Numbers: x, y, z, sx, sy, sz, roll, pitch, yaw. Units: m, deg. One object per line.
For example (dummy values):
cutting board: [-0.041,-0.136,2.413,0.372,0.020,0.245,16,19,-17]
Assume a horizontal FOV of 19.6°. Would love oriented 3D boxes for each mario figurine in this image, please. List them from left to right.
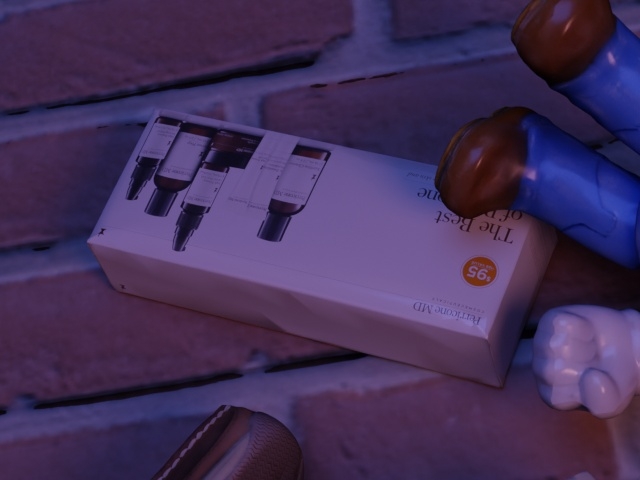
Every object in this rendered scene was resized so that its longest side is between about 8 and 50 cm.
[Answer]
mario figurine: [0.207,0.006,0.858,0.320,0.198,0.170,33,56,18]

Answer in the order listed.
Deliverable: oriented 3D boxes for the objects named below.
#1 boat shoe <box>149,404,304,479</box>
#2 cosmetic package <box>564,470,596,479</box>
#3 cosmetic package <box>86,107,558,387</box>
boat shoe: [-0.130,0.205,0.894,0.116,0.123,0.324,26,67,29]
cosmetic package: [0.139,0.255,0.757,0.160,0.113,0.309,-14,47,-36]
cosmetic package: [0.000,0.000,1.019,0.239,0.060,0.099,12,64,22]
